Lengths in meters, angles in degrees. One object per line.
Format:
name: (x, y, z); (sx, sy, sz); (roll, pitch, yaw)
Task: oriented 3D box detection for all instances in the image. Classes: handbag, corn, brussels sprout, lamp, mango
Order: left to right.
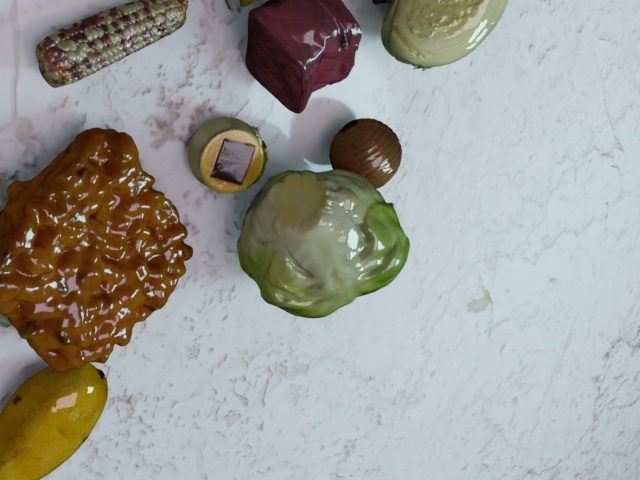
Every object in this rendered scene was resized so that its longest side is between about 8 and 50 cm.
mango: (-0.463, 0.305, 1.319); (0.262, 0.109, 0.157); (-45, 142, -1)
corn: (-0.291, -0.292, 1.130); (0.237, 0.079, 0.079); (-30, 129, -20)
handbag: (-0.028, -0.302, 1.231); (0.135, 0.146, 0.225); (-40, 174, -13)
brussels sprout: (-0.007, 0.005, 1.377); (0.317, 0.274, 0.242); (27, 55, -45)
lamp: (0.082, -0.158, 1.446); (0.136, 0.136, 0.136); (-18, 124, -29)

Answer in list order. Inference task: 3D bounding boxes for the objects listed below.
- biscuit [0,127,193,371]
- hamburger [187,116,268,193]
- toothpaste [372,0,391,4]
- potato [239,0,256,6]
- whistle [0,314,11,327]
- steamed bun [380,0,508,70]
biscuit: (-0.349, 0.025, 1.198); (0.318, 0.110, 0.312); (-56, 139, -28)
hamburger: (-0.151, -0.141, 1.319); (0.141, 0.081, 0.126); (-3, 114, -22)
toothpaste: (0.162, -0.527, 1.322); (0.282, 0.068, 0.099); (-66, 165, 9)
potato: (-0.061, -0.462, 1.164); (0.203, 0.178, 0.158); (-26, 112, 3)
whistle: (-0.527, 0.042, 1.128); (0.244, 0.092, 0.110); (51, 49, -38)
steamed bun: (0.222, -0.410, 1.331); (0.166, 0.232, 0.273); (30, 98, -2)
